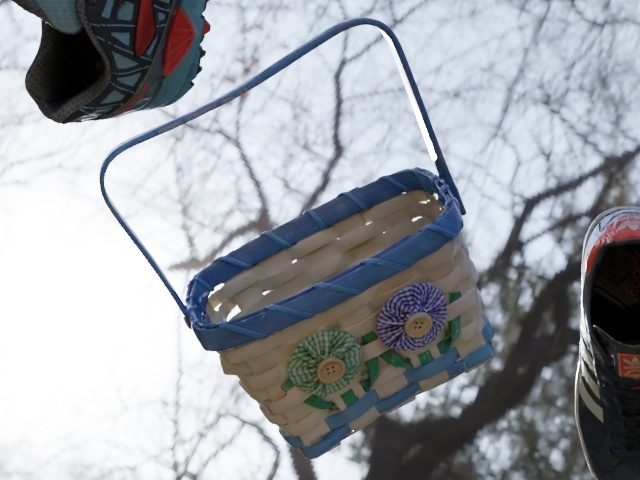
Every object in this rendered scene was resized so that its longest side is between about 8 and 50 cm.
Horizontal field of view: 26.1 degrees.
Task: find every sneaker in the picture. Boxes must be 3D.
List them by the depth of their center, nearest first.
[{"bbox_3d":[-0.128,-0.174,0.845,0.104,0.125,0.261,36,-44,30],"label":"sneaker"},{"bbox_3d":[0.337,0.141,1.491,0.131,0.349,0.148,-7,5,8],"label":"sneaker"}]

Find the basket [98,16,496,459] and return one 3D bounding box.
[{"bbox_3d":[0.000,0.000,1.088,0.289,0.255,0.201,60,-1,-13],"label":"basket"}]
